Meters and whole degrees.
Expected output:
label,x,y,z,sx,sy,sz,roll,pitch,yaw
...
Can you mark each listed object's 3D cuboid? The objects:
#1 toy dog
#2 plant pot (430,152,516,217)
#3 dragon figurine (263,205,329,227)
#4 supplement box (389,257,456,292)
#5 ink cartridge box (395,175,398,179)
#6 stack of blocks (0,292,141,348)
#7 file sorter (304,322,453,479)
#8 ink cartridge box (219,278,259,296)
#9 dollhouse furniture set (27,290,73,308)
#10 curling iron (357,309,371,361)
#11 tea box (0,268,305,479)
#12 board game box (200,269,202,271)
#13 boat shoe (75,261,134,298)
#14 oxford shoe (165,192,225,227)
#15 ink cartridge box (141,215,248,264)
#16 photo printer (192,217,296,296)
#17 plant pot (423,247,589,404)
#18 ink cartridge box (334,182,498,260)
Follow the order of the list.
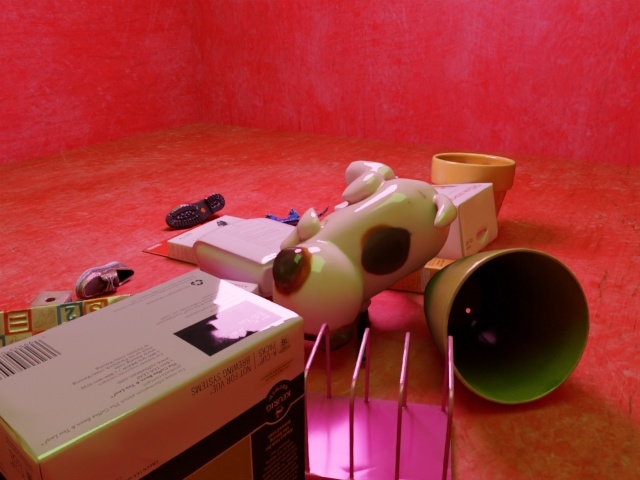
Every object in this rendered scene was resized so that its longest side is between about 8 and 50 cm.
label,x,y,z,sx,sy,sz,roll,pitch,yaw
toy dog,0.073,0.053,1.224,0.407,0.285,0.395,-38,26,-26
plant pot,0.471,-0.141,1.815,0.253,0.239,0.254,2,16,-1
dragon figurine,-0.103,-0.038,1.792,0.288,0.085,0.144,-7,24,-5
supplement box,0.230,0.083,1.482,0.233,0.080,0.078,4,19,20
ink cartridge box,0.197,-0.180,1.791,0.083,0.028,0.048,-11,13,-10
stack of blocks,-0.441,0.202,1.040,0.296,0.171,0.087,-7,-14,-19
file sorter,0.063,0.249,0.905,0.290,0.183,0.202,4,22,11
ink cartridge box,-0.247,0.167,1.255,0.160,0.093,0.219,6,23,17
dollhouse furniture set,-0.604,0.189,1.158,0.183,0.130,0.129,-1,21,-3
curling iron,0.082,0.191,1.265,0.068,0.035,0.274,-10,22,1
tea box,-0.202,0.256,0.699,0.219,0.324,0.328,18,27,38
board game box,-0.220,0.089,1.539,0.136,0.035,0.201,-15,26,-33
boat shoe,-0.551,0.099,1.481,0.066,0.066,0.183,7,22,17
oxford shoe,-0.441,-0.091,1.987,0.227,0.083,0.096,-24,5,-40
ink cartridge box,-0.375,-0.016,1.788,0.238,0.060,0.275,12,24,27
photo printer,-0.160,0.030,1.489,0.307,0.107,0.256,17,27,39
plant pot,0.316,0.137,1.134,0.274,0.275,0.293,-5,6,-10
ink cartridge box,0.279,-0.059,1.656,0.384,0.161,0.279,2,18,35
